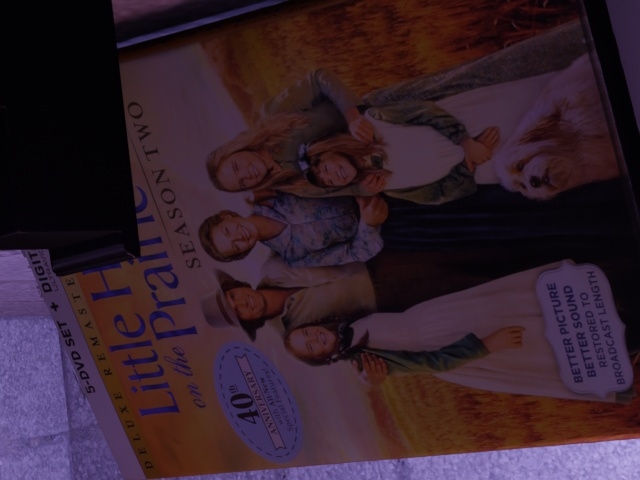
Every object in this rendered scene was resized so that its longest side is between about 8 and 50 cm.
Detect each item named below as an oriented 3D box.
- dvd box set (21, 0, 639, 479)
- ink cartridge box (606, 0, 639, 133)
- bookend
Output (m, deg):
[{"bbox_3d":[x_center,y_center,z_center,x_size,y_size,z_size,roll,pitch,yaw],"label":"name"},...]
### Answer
[{"bbox_3d":[0.000,0.000,0.799,0.420,0.308,0.062,-9,-160,27],"label":"dvd box set"},{"bbox_3d":[0.204,-0.068,0.824,0.283,0.207,0.117,-10,175,28],"label":"ink cartridge box"},{"bbox_3d":[-0.182,-0.061,0.646,0.072,0.157,0.156,-13,173,41],"label":"bookend"}]
